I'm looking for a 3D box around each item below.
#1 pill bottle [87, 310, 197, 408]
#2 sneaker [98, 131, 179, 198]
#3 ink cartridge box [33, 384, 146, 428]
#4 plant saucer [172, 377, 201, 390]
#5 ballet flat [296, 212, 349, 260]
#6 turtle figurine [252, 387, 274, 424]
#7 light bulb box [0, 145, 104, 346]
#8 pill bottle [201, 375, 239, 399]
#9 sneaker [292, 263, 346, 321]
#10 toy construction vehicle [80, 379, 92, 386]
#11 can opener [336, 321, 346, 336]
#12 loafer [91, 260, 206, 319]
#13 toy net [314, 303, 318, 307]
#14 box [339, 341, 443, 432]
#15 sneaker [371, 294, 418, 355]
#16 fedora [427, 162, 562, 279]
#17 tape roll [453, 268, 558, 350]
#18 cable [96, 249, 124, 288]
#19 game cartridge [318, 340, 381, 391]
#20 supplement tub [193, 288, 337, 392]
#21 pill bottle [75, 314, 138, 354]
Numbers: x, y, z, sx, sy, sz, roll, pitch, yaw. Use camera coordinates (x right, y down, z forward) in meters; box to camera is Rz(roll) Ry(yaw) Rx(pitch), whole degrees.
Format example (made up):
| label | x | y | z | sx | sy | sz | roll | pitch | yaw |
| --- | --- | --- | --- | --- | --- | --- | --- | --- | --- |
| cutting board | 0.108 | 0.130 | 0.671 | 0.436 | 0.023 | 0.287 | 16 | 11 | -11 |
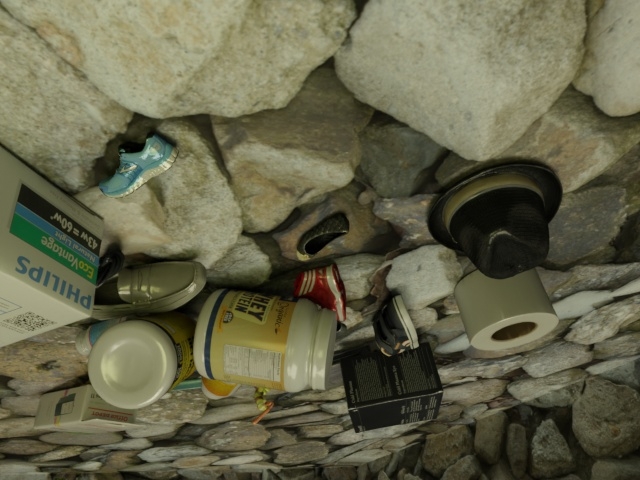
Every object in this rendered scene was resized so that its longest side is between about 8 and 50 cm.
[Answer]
| label | x | y | z | sx | sy | sz | roll | pitch | yaw |
| --- | --- | --- | --- | --- | --- | --- | --- | --- | --- |
| pill bottle | -0.393 | 0.268 | 1.166 | 0.188 | 0.188 | 0.334 | -11 | 177 | 2 |
| sneaker | -0.322 | -0.134 | 0.825 | 0.162 | 0.063 | 0.073 | -28 | 124 | 18 |
| ink cartridge box | -0.760 | 0.569 | 1.616 | 0.353 | 0.119 | 0.207 | -18 | 147 | 30 |
| plant saucer | -0.460 | 0.525 | 1.763 | 0.192 | 0.018 | 0.067 | -4 | 145 | -7 |
| ballet flat | 0.000 | 0.000 | 1.088 | 0.057 | 0.049 | 0.173 | 18 | 137 | -33 |
| turtle figurine | -0.163 | 0.415 | 1.453 | 0.087 | 0.269 | 0.217 | 22 | 157 | -2 |
| light bulb box | -0.636 | 0.017 | 0.803 | 0.361 | 0.225 | 0.358 | -19 | 144 | 12 |
| pill bottle | -0.303 | 0.418 | 1.540 | 0.136 | 0.136 | 0.246 | 9 | 142 | -25 |
| sneaker | -0.003 | 0.142 | 1.284 | 0.128 | 0.087 | 0.221 | -6 | 134 | 9 |
| toy construction vehicle | -0.748 | 0.485 | 1.626 | 0.086 | 0.035 | 0.098 | -23 | 143 | 35 |
| can opener | -0.029 | 0.334 | 1.542 | 0.095 | 0.076 | 0.283 | 19 | 137 | -34 |
| loafer | -0.412 | 0.111 | 1.094 | 0.319 | 0.112 | 0.111 | -18 | 153 | 13 |
| toy net | -0.064 | 0.261 | 1.456 | 0.122 | 0.045 | 0.232 | 17 | 140 | -32 |
| box | 0.245 | 0.525 | 1.696 | 0.312 | 0.179 | 0.343 | -11 | 145 | 1 |
| sneaker | 0.224 | 0.276 | 1.475 | 0.127 | 0.126 | 0.321 | -19 | 146 | 4 |
| fedora | 0.407 | -0.017 | 1.073 | 0.334 | 0.152 | 0.334 | -7 | 146 | -5 |
| tape roll | 0.528 | 0.191 | 1.388 | 0.246 | 0.169 | 0.246 | -6 | 146 | -4 |
| cable | -0.480 | 0.067 | 1.004 | 0.150 | 0.184 | 0.047 | -39 | 110 | -17 |
| game cartridge | 0.106 | 0.465 | 1.782 | 0.355 | 0.068 | 0.230 | -22 | 148 | 17 |
| supplement tub | -0.127 | 0.248 | 1.196 | 0.316 | 0.228 | 0.228 | 7 | 146 | 8 |
| pill bottle | -0.563 | 0.254 | 1.284 | 0.160 | 0.087 | 0.087 | -17 | 145 | 11 |
